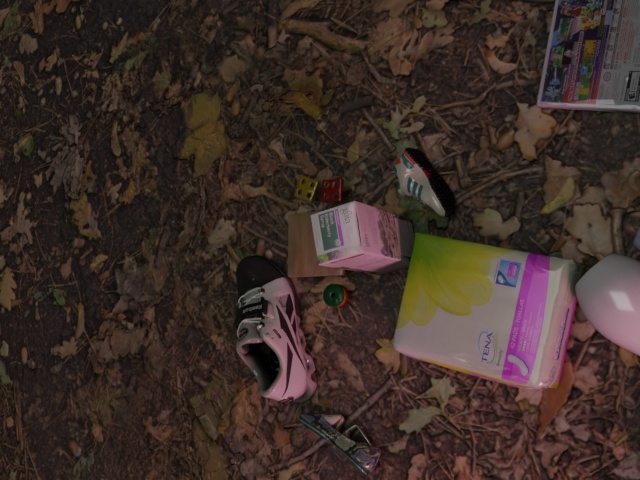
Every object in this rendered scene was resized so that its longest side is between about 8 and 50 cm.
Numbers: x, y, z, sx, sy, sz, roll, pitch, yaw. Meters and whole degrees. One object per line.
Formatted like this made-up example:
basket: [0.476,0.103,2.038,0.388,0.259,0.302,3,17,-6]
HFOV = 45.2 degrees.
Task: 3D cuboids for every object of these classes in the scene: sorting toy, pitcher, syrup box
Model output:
sorting toy: [0.000,0.000,1.572,0.132,0.046,0.274,-4,81,33]
pitcher: [0.506,0.105,1.169,0.207,0.126,0.177,51,141,24]
syrup box: [0.085,0.000,1.403,0.096,0.237,0.093,-17,75,30]

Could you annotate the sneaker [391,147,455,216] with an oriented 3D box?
sneaker: [0.192,-0.098,1.465,0.075,0.057,0.161,-50,61,37]

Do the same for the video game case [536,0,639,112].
video game case: [0.480,-0.323,1.323,0.184,0.023,0.201,10,90,33]

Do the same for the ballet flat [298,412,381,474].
ballet flat: [0.041,0.377,1.492,0.188,0.070,0.070,32,101,30]

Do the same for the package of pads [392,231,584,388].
package of pads: [0.285,0.123,1.340,0.297,0.101,0.229,12,88,34]

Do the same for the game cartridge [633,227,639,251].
game cartridge: [0.596,-0.060,1.095,0.196,0.060,0.294,44,125,40]

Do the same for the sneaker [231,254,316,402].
sneaker: [-0.117,0.170,1.568,0.122,0.146,0.330,-35,65,26]
